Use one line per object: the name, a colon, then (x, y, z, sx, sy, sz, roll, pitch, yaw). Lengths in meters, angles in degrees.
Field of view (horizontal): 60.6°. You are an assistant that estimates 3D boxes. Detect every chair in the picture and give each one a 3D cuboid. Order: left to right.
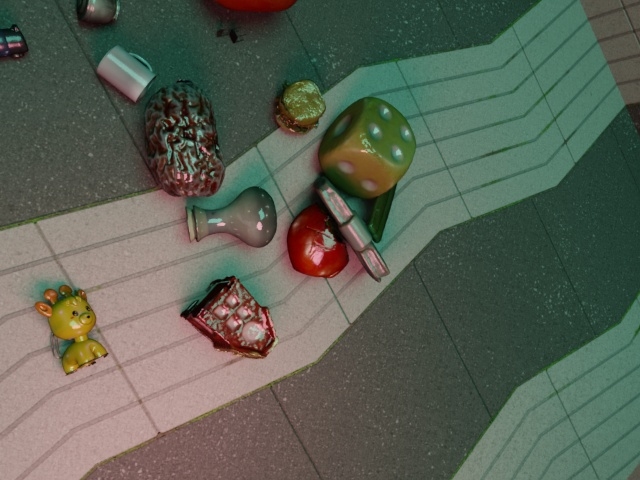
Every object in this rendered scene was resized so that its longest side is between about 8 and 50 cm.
chair: (-0.278, -0.642, 1.715, 0.086, 0.037, 0.042, -23, 82, -31)

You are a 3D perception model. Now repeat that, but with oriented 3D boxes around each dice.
dice: (0.151, -0.296, 1.758, 0.233, 0.226, 0.238, 35, 56, -23)

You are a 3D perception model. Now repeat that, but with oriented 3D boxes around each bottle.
bottle: (-0.872, -0.485, 1.374, 0.244, 0.072, 0.082, -21, 129, -27)

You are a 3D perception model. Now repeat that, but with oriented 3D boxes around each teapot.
teapot: (-0.619, -0.659, 1.525, 0.108, 0.149, 0.111, 4, 119, -41)
teapot: (-0.257, -0.058, 1.580, 0.250, 0.183, 0.184, -8, 87, -15)

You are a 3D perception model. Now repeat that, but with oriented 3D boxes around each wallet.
wallet: (0.096, -0.039, 1.711, 0.083, 0.252, 0.360, -34, 100, 0)

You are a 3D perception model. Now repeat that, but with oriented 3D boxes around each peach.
peach: (0.000, 0.000, 1.678, 0.189, 0.196, 0.226, 11, 90, -43)

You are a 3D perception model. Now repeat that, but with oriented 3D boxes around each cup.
cup: (-0.539, -0.468, 1.539, 0.133, 0.136, 0.099, 37, 102, -17)

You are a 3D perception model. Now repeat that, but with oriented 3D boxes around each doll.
doll: (-0.625, 0.217, 1.385, 0.143, 0.135, 0.221, -24, 88, -60)

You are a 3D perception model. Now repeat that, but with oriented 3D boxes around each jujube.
jujube: (-0.376, -0.272, 1.515, 0.226, 0.226, 0.317, -7, 89, -27)

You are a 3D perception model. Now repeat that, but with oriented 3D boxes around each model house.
model house: (-0.233, 0.237, 1.529, 0.254, 0.196, 0.160, 45, 64, -15)

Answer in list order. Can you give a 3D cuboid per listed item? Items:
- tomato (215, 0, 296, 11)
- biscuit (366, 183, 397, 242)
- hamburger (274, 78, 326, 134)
tomato: (-0.203, -0.832, 1.638, 0.325, 0.290, 0.293, -1, 105, -30)
biscuit: (0.215, -0.134, 1.832, 0.099, 0.038, 0.322, 63, 37, -42)
hamburger: (-0.075, -0.428, 1.743, 0.159, 0.131, 0.185, -25, 88, -19)
